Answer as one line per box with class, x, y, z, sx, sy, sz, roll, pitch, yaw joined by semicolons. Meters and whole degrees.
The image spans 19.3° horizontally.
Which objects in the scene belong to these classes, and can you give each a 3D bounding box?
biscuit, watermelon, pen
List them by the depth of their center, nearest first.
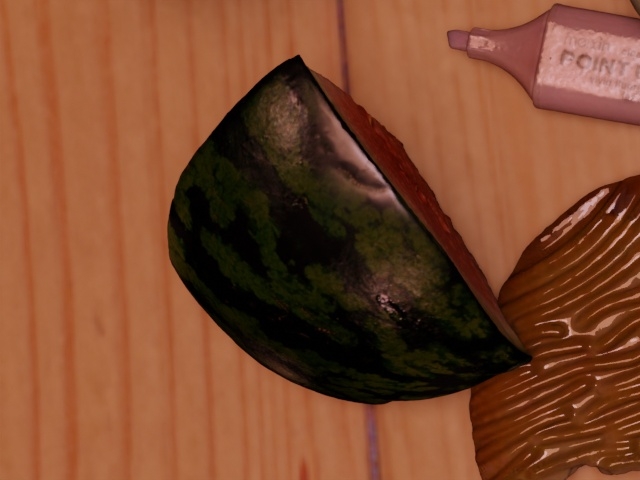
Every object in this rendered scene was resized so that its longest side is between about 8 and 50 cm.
biscuit;0.172;0.054;0.917;0.176;0.031;0.228;41;100;16
pen;0.156;-0.083;0.924;0.197;0.032;0.053;11;93;16
watermelon;-0.008;0.011;0.929;0.145;0.137;0.193;-33;107;13

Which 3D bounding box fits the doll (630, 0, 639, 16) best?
doll;0.180;-0.174;0.884;0.275;0.113;0.155;39;91;8
